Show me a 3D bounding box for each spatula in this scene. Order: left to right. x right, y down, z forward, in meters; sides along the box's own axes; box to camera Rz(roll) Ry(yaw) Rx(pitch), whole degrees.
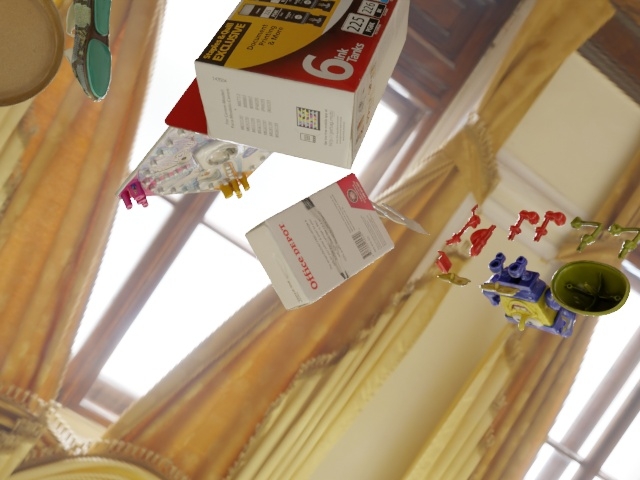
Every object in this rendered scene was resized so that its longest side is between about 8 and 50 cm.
[{"bbox_3d":[0.156,-0.071,1.637,0.168,0.019,0.242,14,-168,-23],"label":"spatula"}]

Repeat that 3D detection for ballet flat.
[{"bbox_3d":[-0.343,-0.291,0.962,0.070,0.188,0.070,1,169,0],"label":"ballet flat"}]

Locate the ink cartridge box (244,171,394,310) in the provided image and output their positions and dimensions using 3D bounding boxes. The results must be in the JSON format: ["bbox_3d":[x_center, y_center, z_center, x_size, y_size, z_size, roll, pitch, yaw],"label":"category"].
[{"bbox_3d":[0.000,0.000,1.252,0.100,0.237,0.172,-25,95,55],"label":"ink cartridge box"}]

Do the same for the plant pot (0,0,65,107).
[{"bbox_3d":[-0.551,-0.341,1.103,0.236,0.236,0.032,34,177,-13],"label":"plant pot"}]

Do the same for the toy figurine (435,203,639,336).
[{"bbox_3d":[0.417,0.085,1.202,0.362,0.191,0.217,10,148,45],"label":"toy figurine"}]

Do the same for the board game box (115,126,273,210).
[{"bbox_3d":[-0.234,-0.202,1.567,0.390,0.390,0.050,-11,-111,-49],"label":"board game box"}]

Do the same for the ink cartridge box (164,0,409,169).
[{"bbox_3d":[-0.041,-0.269,0.898,0.272,0.309,0.130,13,142,11],"label":"ink cartridge box"}]
